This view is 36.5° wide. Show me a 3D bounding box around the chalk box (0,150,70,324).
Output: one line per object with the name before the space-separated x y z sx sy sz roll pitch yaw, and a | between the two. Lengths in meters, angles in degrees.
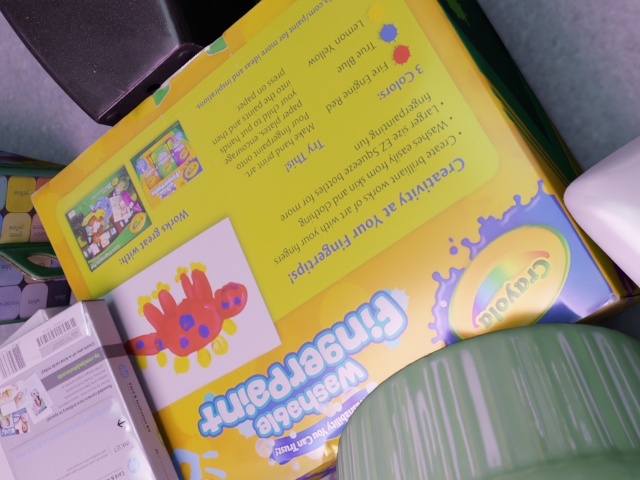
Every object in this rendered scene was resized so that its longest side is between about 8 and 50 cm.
chalk box | -0.387 -0.010 1.078 0.289 0.180 0.179 12 97 26

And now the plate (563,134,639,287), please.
plate | 0.359 -0.014 0.666 0.278 0.045 0.277 -35 72 -13

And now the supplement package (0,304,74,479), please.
supplement package | -0.283 0.213 1.023 0.293 0.177 0.175 -39 73 23

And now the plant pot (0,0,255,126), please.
plant pot | -0.165 -0.208 0.944 0.188 0.187 0.167 -35 72 24

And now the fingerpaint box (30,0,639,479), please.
fingerpaint box | 0.000 0.000 0.877 0.445 0.163 0.371 -35 74 24

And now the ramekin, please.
ramekin | 0.154 0.196 0.720 0.303 0.303 0.148 -34 43 24

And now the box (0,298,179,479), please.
box | -0.222 0.166 0.870 0.145 0.038 0.186 -30 77 21
